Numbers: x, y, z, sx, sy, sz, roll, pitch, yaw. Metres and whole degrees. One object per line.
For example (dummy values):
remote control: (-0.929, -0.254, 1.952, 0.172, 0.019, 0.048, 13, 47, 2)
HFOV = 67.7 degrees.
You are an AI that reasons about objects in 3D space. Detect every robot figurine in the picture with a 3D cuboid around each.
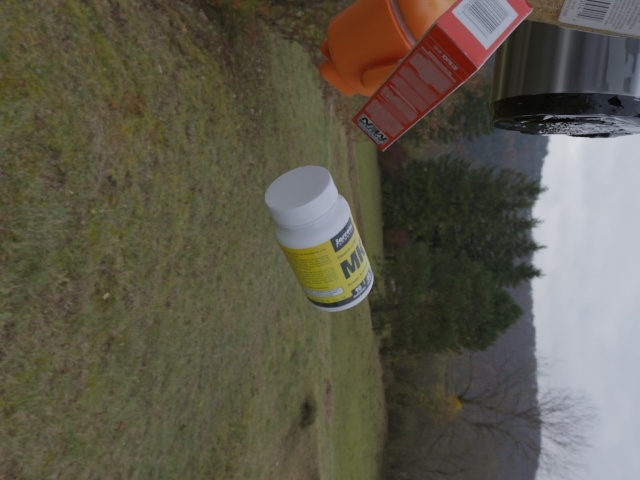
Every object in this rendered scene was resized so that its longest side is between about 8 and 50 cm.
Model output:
robot figurine: (0.098, -0.280, 0.651, 0.128, 0.219, 0.158, 58, 41, -14)

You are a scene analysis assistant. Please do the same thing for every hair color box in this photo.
hair color box: (0.104, -0.159, 0.448, 0.093, 0.053, 0.167, -48, -173, -21)

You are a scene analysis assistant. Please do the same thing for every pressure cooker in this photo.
pressure cooker: (0.575, -0.454, 1.047, 0.370, 0.375, 0.420, -159, -106, -71)

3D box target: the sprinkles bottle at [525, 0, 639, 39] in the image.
sprinkles bottle: (0.426, -0.329, 0.628, 0.121, 0.355, 0.121, 19, 90, -73)

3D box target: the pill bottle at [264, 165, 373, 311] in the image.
pill bottle: (0.000, 0.000, 0.718, 0.119, 0.119, 0.208, -74, 150, -43)
